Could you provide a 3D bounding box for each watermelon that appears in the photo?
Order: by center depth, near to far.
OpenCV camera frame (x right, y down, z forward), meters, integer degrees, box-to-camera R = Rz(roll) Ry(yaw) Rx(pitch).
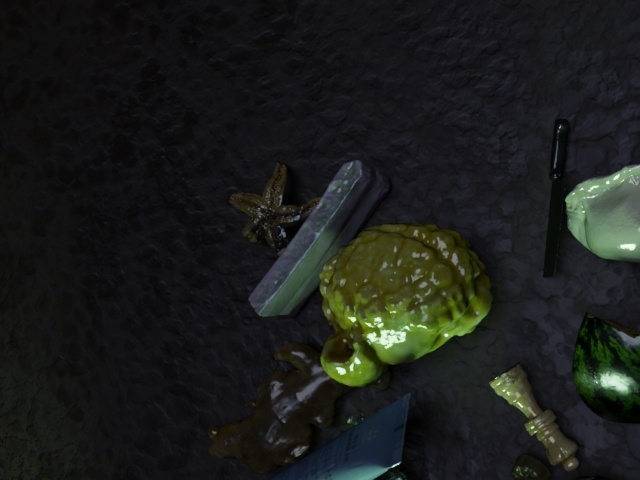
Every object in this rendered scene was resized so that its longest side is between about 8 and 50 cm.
[{"bbox_3d":[0.449,0.184,1.258,0.137,0.193,0.145,-33,33,-22],"label":"watermelon"}]

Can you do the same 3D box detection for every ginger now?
[{"bbox_3d":[-0.054,0.274,1.507,0.333,0.080,0.166,-44,82,16],"label":"ginger"}]

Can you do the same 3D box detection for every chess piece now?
[{"bbox_3d":[0.323,0.266,1.356,0.060,0.060,0.172,-39,74,15],"label":"chess piece"}]

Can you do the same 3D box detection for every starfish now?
[{"bbox_3d":[-0.081,-0.059,1.566,0.189,0.074,0.146,25,100,26],"label":"starfish"}]

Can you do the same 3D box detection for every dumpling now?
[{"bbox_3d":[0.438,-0.039,1.286,0.228,0.124,0.151,3,123,44],"label":"dumpling"}]

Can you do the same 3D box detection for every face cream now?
[{"bbox_3d":[0.002,0.369,1.415,0.086,0.136,0.385,39,125,-16],"label":"face cream"}]

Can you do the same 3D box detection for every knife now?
[{"bbox_3d":[0.358,-0.067,1.375,0.019,0.072,0.245,6,86,-2],"label":"knife"}]

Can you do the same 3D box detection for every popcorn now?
[{"bbox_3d":[0.110,0.078,1.409,0.286,0.174,0.225,-31,58,11],"label":"popcorn"}]

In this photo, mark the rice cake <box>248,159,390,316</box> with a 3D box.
[{"bbox_3d":[0.000,0.002,1.502,0.050,0.106,0.298,42,101,32],"label":"rice cake"}]

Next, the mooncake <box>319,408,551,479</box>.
[{"bbox_3d":[0.175,0.320,1.412,0.346,0.057,0.150,-8,111,29],"label":"mooncake"}]

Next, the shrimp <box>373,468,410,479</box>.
[{"bbox_3d":[0.189,0.506,1.340,0.411,0.166,0.221,62,143,31],"label":"shrimp"}]

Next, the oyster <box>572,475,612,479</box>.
[{"bbox_3d":[0.412,0.416,1.250,0.336,0.133,0.198,-3,50,4],"label":"oyster"}]
